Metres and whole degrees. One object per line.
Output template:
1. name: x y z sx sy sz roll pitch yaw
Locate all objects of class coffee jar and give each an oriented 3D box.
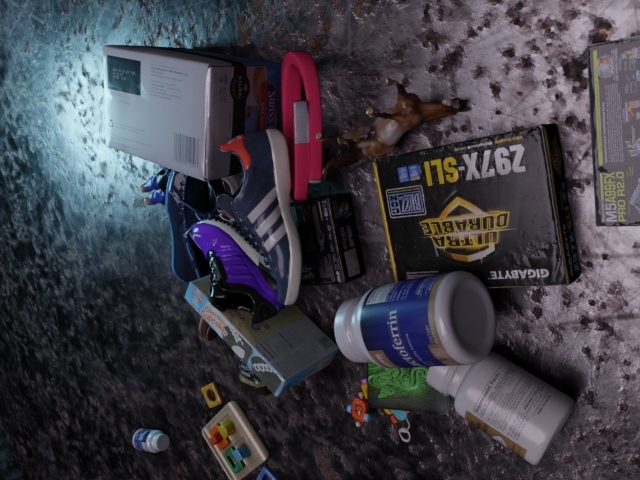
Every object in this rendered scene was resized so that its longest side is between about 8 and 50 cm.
1. coffee jar: -0.156 0.284 1.483 0.096 0.079 0.185 7 107 38

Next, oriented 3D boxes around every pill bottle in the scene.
1. pill bottle: 0.309 0.273 1.068 0.229 0.131 0.131 31 120 29
2. pill bottle: 0.157 0.146 1.063 0.264 0.153 0.153 -16 92 46
3. pill bottle: -0.525 0.623 1.885 0.120 0.067 0.067 -10 96 40

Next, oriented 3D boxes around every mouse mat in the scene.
1. mouse mat: 0.173 0.266 1.221 0.189 0.007 0.153 -7 79 37

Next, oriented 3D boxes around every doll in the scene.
1. doll: -0.405 -0.156 1.586 0.189 0.046 0.129 -20 90 41

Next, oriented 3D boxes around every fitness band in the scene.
1. fitness band: -0.039 -0.220 1.187 0.209 0.054 0.291 -112 20 -61

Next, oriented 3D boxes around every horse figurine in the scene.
1. horse figurine: 0.108 -0.200 1.077 0.263 0.174 0.066 -35 65 39

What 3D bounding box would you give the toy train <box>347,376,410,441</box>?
1. toy train: 0.134 0.355 1.292 0.166 0.046 0.125 13 111 39

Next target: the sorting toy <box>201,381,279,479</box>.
1. sorting toy: -0.246 0.556 1.652 0.348 0.047 0.196 54 128 15

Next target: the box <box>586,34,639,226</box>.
1. box: 0.497 -0.156 0.844 0.216 0.060 0.270 0 102 40

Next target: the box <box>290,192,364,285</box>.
1. box: 0.000 0.000 1.278 0.147 0.077 0.180 -7 97 40

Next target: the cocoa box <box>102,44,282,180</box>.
1. cocoa box: -0.277 -0.292 1.323 0.347 0.228 0.232 20 114 34

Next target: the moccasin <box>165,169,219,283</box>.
1. moccasin: -0.293 -0.038 1.493 0.116 0.137 0.342 24 130 28

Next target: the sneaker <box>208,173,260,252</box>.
1. sneaker: -0.184 -0.049 1.389 0.105 0.115 0.281 -35 79 39

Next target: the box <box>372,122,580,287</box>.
1. box: 0.262 -0.046 1.055 0.321 0.079 0.257 -5 97 40

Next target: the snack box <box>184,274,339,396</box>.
1. snack box: -0.133 0.186 1.366 0.322 0.187 0.060 42 126 23

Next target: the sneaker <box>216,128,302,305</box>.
1. sneaker: -0.125 -0.038 1.196 0.131 0.148 0.350 -164 65 -79

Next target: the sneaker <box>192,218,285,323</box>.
1. sneaker: -0.202 0.072 1.321 0.293 0.146 0.102 37 150 21

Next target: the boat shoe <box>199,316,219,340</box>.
1. boat shoe: -0.249 0.182 1.534 0.073 0.073 0.207 39 124 27
